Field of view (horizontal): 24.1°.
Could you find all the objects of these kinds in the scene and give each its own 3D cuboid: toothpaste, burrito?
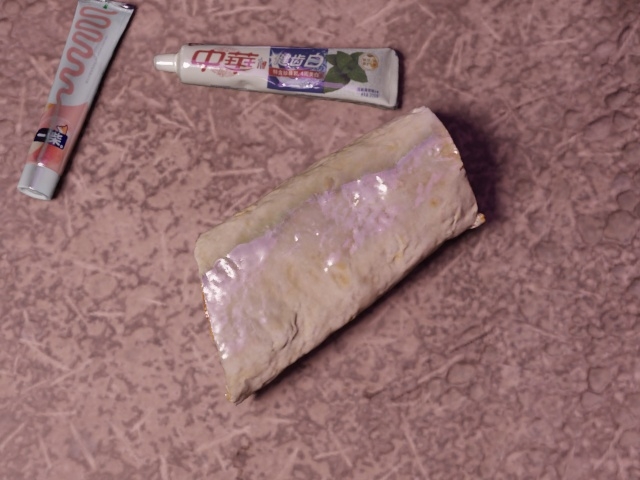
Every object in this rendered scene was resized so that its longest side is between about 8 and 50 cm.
[{"bbox_3d":[-0.041,-0.160,1.409,0.233,0.038,0.060,4,80,1],"label":"toothpaste"},{"bbox_3d":[-0.235,-0.137,1.415,0.056,0.036,0.205,16,75,8],"label":"toothpaste"},{"bbox_3d":[0.002,0.003,1.338,0.299,0.105,0.143,-36,82,-7],"label":"burrito"}]
